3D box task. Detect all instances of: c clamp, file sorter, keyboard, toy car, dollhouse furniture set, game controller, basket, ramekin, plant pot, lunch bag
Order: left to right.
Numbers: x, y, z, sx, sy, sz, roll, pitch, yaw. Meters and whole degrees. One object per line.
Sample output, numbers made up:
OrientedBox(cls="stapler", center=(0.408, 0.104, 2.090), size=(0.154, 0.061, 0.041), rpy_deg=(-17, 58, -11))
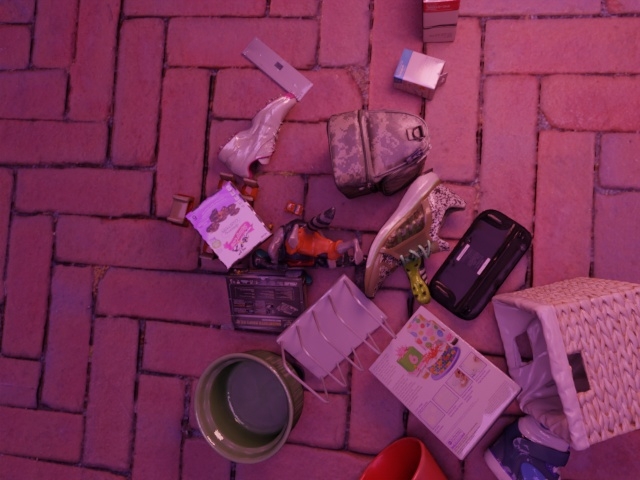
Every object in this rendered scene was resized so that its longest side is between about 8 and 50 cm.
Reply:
OrientedBox(cls="dollhouse furniture set", center=(-0.326, -0.074, 1.494), size=(0.259, 0.135, 0.262), rpy_deg=(13, 89, -2))
OrientedBox(cls="ramekin", center=(-0.196, 0.462, 1.390), size=(0.303, 0.148, 0.304), rpy_deg=(0, 89, 18))
OrientedBox(cls="keyboard", center=(-0.139, -0.547, 1.534), size=(0.256, 0.014, 0.072), rpy_deg=(42, 88, 9))
OrientedBox(cls="c clamp", center=(-0.114, 0.436, 1.465), size=(0.137, 0.022, 0.161), rpy_deg=(-3, 84, 4))
OrientedBox(cls="toy car", center=(-0.107, -0.070, 1.483), size=(0.060, 0.040, 0.122), rpy_deg=(36, 92, 9))
OrientedBox(cls="file sorter", center=(0.047, 0.276, 1.340), size=(0.277, 0.173, 0.193), rpy_deg=(-44, 107, 4))
OrientedBox(cls="lunch bag", center=(0.166, -0.237, 1.318), size=(0.256, 0.305, 0.213), rpy_deg=(-10, 86, 9))
OrientedBox(cls="plant pot", center=(0.254, 0.712, 1.279), size=(0.275, 0.275, 0.243), rpy_deg=(-45, 90, 4))
OrientedBox(cls="game controller", center=(0.455, 0.067, 1.384), size=(0.166, 0.067, 0.319), rpy_deg=(37, 92, 24))
OrientedBox(cls="basket", center=(0.633, 0.275, 1.196), size=(0.266, 0.331, 0.328), rpy_deg=(-14, 88, -1))

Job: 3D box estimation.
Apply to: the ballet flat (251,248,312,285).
OrientedBox(cls="ballet flat", center=(-0.122, 0.098, 1.467), size=(0.203, 0.074, 0.074), rpy_deg=(29, 91, 3))

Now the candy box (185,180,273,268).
OrientedBox(cls="candy box", center=(-0.260, -0.043, 1.392), size=(0.165, 0.070, 0.196), rpy_deg=(-39, 90, -3))

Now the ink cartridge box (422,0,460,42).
OrientedBox(cls="ink cartridge box", center=(0.336, -0.691, 1.354), size=(0.100, 0.237, 0.172), rpy_deg=(1, 87, 12))

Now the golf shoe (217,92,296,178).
OrientedBox(cls="golf shoe", center=(-0.172, -0.318, 1.484), size=(0.306, 0.115, 0.140), rpy_deg=(-42, 91, 11))

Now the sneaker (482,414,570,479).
OrientedBox(cls="sneaker", center=(0.624, 0.619, 1.278), size=(0.236, 0.130, 0.323), rpy_deg=(-45, 76, 8))

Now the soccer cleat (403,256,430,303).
OrientedBox(cls="soccer cleat", center=(0.283, 0.101, 1.404), size=(0.060, 0.072, 0.179), rpy_deg=(-17, 62, 20))

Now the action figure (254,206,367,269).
OrientedBox(cls="action figure", center=(0.000, 0.000, 1.347), size=(0.341, 0.330, 0.179), rpy_deg=(-1, 92, -22))

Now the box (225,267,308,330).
OrientedBox(cls="box", center=(-0.156, 0.176, 1.430), size=(0.231, 0.056, 0.183), rpy_deg=(1, 115, 10))

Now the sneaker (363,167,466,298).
OrientedBox(cls="sneaker", center=(0.264, 0.002, 1.342), size=(0.182, 0.158, 0.410), rpy_deg=(32, 88, 19))

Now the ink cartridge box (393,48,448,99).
OrientedBox(cls="ink cartridge box", center=(0.298, -0.485, 1.419), size=(0.143, 0.092, 0.090), rpy_deg=(22, 90, 10))

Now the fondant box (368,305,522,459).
OrientedBox(cls="fondant box", center=(0.331, 0.375, 1.304), size=(0.330, 0.096, 0.238), rpy_deg=(40, 93, 30))
